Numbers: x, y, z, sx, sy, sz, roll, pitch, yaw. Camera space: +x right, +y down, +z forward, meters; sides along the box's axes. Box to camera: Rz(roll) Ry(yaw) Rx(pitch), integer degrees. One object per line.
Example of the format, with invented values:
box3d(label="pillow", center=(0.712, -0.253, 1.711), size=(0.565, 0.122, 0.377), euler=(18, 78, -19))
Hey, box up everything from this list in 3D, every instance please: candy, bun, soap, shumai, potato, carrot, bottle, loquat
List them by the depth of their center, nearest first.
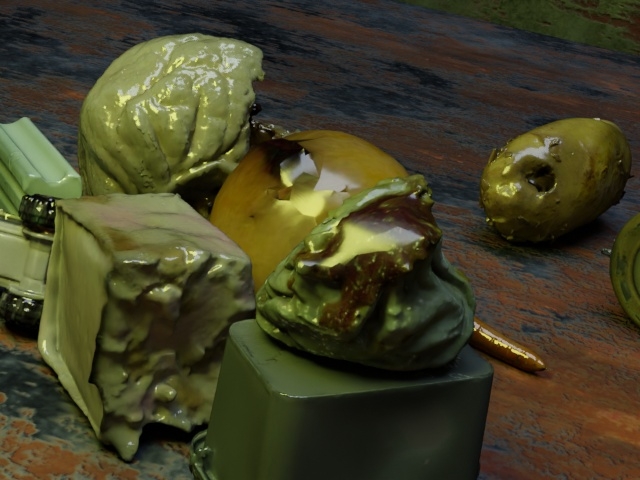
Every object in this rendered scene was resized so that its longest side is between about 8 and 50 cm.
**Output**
box3d(label="shumai", center=(0.032, 0.011, 0.814), size=(0.184, 0.142, 0.184), euler=(10, 24, -4))
box3d(label="candy", center=(-0.162, 0.063, 0.921), size=(0.137, 0.185, 0.195), euler=(-1, 21, -34))
box3d(label="loquat", center=(0.000, 0.000, 1.049), size=(0.235, 0.235, 0.235), euler=(8, 24, -4))
box3d(label="carrot", center=(0.168, 0.100, 1.136), size=(0.037, 0.037, 0.190), euler=(-15, 37, -44))
box3d(label="soap", center=(-0.339, -0.057, 1.182), size=(0.066, 0.119, 0.198), euler=(-4, 27, -33))
box3d(label="bun", center=(-0.156, -0.090, 1.184), size=(0.281, 0.282, 0.205), euler=(4, 45, -12))
box3d(label="bottle", center=(0.516, 0.009, 1.312), size=(0.171, 0.172, 0.351), euler=(26, 26, 32))
box3d(label="potato", center=(0.338, -0.089, 1.449), size=(0.300, 0.173, 0.140), euler=(-14, 48, -42))

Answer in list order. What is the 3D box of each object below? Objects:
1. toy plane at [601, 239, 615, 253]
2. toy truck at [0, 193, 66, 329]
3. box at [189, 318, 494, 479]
box3d(label="toy plane", center=(0.432, 0.016, 1.425), size=(0.078, 0.031, 0.083), euler=(-4, 20, 7))
box3d(label="toy truck", center=(-0.344, 0.005, 1.035), size=(0.285, 0.136, 0.111), euler=(14, 3, 4))
box3d(label="box", center=(0.023, 0.145, 0.847), size=(0.243, 0.135, 0.163), euler=(-3, 25, -26))
